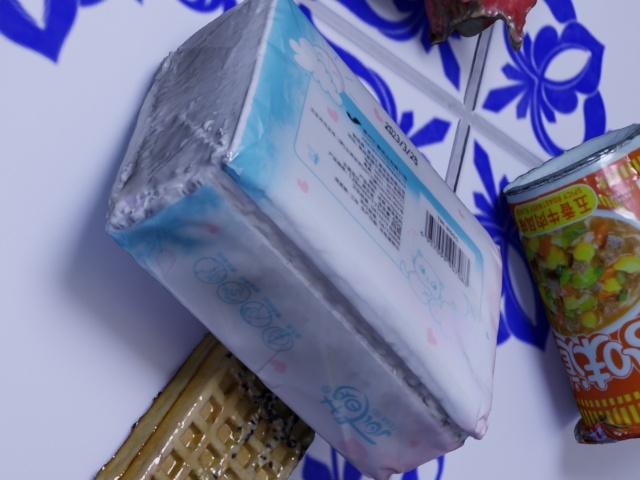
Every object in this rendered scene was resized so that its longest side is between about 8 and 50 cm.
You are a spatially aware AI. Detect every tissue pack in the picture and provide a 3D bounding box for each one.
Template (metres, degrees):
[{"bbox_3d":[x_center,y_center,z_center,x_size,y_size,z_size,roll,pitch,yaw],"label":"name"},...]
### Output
[{"bbox_3d":[0.000,-0.002,0.932,0.271,0.124,0.201,46,35,-27],"label":"tissue pack"}]

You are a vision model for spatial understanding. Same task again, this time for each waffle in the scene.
[{"bbox_3d":[-0.069,0.138,0.930,0.102,0.042,0.148,54,52,-23],"label":"waffle"}]

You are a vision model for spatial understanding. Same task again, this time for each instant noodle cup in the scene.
[{"bbox_3d":[0.245,0.027,1.156,0.193,0.193,0.212,-31,97,-41],"label":"instant noodle cup"}]

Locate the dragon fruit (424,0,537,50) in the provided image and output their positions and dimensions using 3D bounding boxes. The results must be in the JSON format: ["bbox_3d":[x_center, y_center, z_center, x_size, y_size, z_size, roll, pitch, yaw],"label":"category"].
[{"bbox_3d":[0.106,-0.248,1.099,0.262,0.134,0.211,-10,103,-27],"label":"dragon fruit"}]
